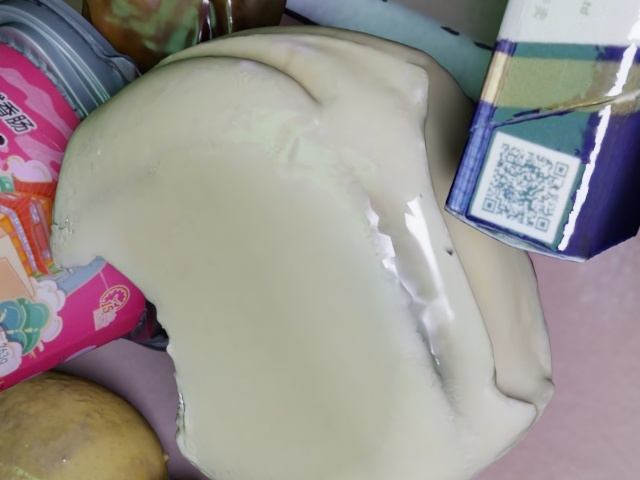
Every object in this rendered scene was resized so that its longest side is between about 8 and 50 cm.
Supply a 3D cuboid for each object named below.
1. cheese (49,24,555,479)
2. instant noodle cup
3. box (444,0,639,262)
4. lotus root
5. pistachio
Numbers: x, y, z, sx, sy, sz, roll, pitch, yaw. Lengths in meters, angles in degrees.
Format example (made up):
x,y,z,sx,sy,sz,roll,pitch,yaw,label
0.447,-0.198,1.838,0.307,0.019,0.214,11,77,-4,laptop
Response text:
x,y,z,sx,sy,sz,roll,pitch,yaw,label
-0.007,0.021,0.704,0.233,0.127,0.266,-10,108,35,cheese
-0.215,-0.006,0.836,0.258,0.181,0.302,56,150,5,instant noodle cup
0.140,-0.124,0.605,0.071,0.168,0.259,19,102,19,box
-0.201,0.157,0.915,0.303,0.130,0.146,13,97,41,lotus root
-0.091,-0.140,0.841,0.165,0.130,0.210,-105,31,-43,pistachio
